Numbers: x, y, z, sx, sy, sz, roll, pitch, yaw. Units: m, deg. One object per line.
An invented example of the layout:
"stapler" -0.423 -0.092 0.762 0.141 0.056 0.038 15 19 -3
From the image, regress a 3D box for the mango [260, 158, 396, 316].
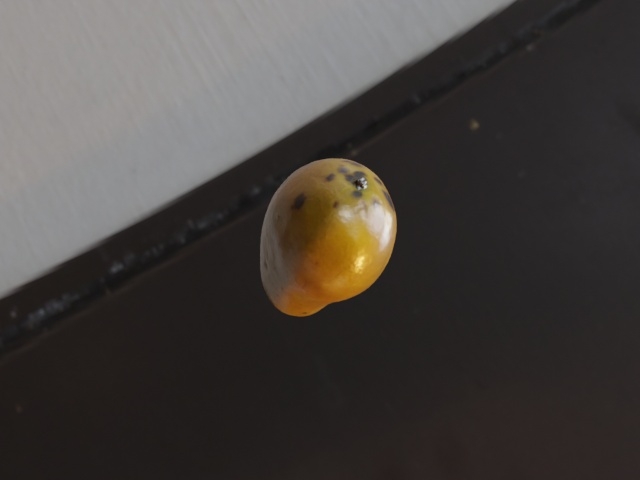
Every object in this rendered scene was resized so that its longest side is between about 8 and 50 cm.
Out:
"mango" 0.000 -0.004 1.141 0.090 0.115 0.178 3 167 -18
